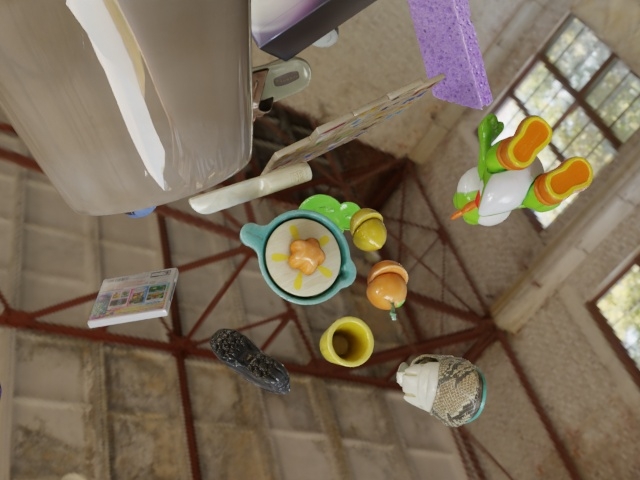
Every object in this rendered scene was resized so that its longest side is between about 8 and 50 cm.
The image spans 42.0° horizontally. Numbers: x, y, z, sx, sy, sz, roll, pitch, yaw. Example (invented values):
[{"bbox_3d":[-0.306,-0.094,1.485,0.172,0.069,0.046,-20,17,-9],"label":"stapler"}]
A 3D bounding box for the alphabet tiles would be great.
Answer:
[{"bbox_3d":[0.042,-0.176,1.326,0.011,0.285,0.342,64,170,0],"label":"alphabet tiles"}]

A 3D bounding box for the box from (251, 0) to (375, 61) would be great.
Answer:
[{"bbox_3d":[-0.045,-0.560,1.617,0.294,0.296,0.182,60,-165,4],"label":"box"}]

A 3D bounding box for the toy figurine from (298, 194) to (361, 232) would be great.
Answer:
[{"bbox_3d":[0.036,-0.064,2.197,0.159,0.173,0.130,-31,-68,-78],"label":"toy figurine"}]

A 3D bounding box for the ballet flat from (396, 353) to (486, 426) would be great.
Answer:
[{"bbox_3d":[0.276,0.351,2.033,0.181,0.164,0.483,11,177,2],"label":"ballet flat"}]

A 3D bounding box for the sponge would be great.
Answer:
[{"bbox_3d":[0.206,-0.316,1.346,0.117,0.031,0.210,27,148,49],"label":"sponge"}]

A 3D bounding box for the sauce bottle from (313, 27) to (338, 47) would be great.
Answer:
[{"bbox_3d":[0.010,-0.586,1.878,0.111,0.111,0.345,19,-123,-31],"label":"sauce bottle"}]

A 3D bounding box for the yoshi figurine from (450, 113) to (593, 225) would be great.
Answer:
[{"bbox_3d":[0.370,-0.127,1.573,0.202,0.362,0.204,4,-100,-12],"label":"yoshi figurine"}]

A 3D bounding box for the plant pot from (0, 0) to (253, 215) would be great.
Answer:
[{"bbox_3d":[-0.192,-0.186,0.791,0.323,0.323,0.281,-59,-41,-63],"label":"plant pot"}]

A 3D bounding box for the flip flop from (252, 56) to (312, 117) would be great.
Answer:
[{"bbox_3d":[-0.129,-0.311,1.778,0.277,0.112,0.080,-26,-138,-21],"label":"flip flop"}]

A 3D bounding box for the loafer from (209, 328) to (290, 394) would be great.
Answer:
[{"bbox_3d":[-0.147,0.251,1.710,0.223,0.076,0.078,26,152,40],"label":"loafer"}]

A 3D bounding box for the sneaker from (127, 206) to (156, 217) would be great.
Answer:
[{"bbox_3d":[-0.432,-0.109,1.749,0.232,0.081,0.090,14,164,43],"label":"sneaker"}]

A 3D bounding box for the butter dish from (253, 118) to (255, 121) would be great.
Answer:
[{"bbox_3d":[-0.201,-0.352,2.082,0.118,0.160,0.160,2,176,22],"label":"butter dish"}]

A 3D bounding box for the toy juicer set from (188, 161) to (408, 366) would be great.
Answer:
[{"bbox_3d":[0.000,0.000,1.177,0.209,0.089,0.329,-42,-87,-22],"label":"toy juicer set"}]

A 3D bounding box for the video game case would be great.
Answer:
[{"bbox_3d":[-0.364,0.111,1.630,0.157,0.019,0.143,-9,-148,6],"label":"video game case"}]
